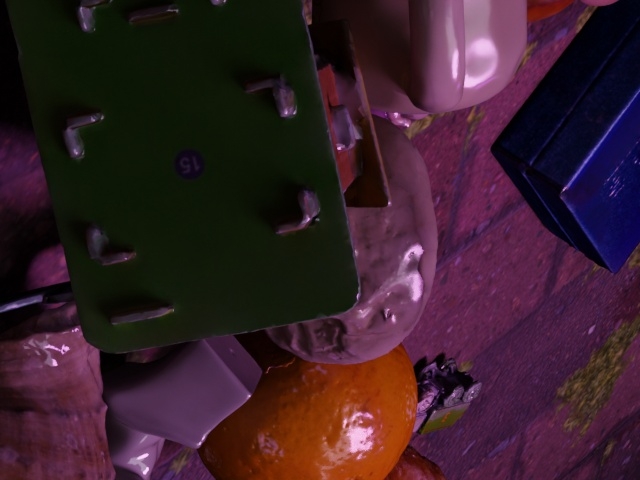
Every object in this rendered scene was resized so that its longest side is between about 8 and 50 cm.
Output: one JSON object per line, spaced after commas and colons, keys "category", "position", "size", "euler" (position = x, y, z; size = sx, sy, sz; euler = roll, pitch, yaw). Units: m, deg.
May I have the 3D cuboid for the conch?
{"category": "conch", "position": [-0.252, 0.206, 1.553], "size": [0.324, 0.186, 0.263], "euler": [-41, 160, -9]}

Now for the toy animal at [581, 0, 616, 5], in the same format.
{"category": "toy animal", "position": [0.272, -0.278, 1.983], "size": [0.150, 0.089, 0.083], "euler": [46, 60, -60]}

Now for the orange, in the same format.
{"category": "orange", "position": [-0.016, 0.159, 1.871], "size": [0.219, 0.193, 0.219], "euler": [-10, 161, -4]}

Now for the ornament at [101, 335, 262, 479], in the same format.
{"category": "ornament", "position": [-0.172, 0.184, 1.736], "size": [0.285, 0.120, 0.130], "euler": [-52, -179, -1]}

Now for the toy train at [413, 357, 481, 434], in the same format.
{"category": "toy train", "position": [0.109, 0.185, 2.272], "size": [0.202, 0.060, 0.081], "euler": [-6, 133, -54]}

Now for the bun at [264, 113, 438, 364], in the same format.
{"category": "bun", "position": [0.000, 0.000, 1.717], "size": [0.133, 0.231, 0.231], "euler": [0, 123, -36]}

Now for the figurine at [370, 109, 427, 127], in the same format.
{"category": "figurine", "position": [0.081, -0.162, 1.790], "size": [0.156, 0.095, 0.115], "euler": [-33, 122, -12]}

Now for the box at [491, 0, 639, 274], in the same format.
{"category": "box", "position": [0.340, -0.129, 2.226], "size": [0.261, 0.116, 0.279], "euler": [-52, 152, -3]}

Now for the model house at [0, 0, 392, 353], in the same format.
{"category": "model house", "position": [-0.129, -0.094, 1.492], "size": [0.323, 0.340, 0.300], "euler": [-44, 123, -75]}

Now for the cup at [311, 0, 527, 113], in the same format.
{"category": "cup", "position": [0.095, -0.201, 1.534], "size": [0.173, 0.255, 0.202], "euler": [-14, 117, -23]}

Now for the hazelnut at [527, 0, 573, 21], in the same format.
{"category": "hazelnut", "position": [0.163, -0.263, 1.713], "size": [0.182, 0.182, 0.182], "euler": [-39, 150, -28]}

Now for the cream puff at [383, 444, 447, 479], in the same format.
{"category": "cream puff", "position": [0.049, 0.328, 2.231], "size": [0.169, 0.183, 0.183], "euler": [-31, 170, 36]}
